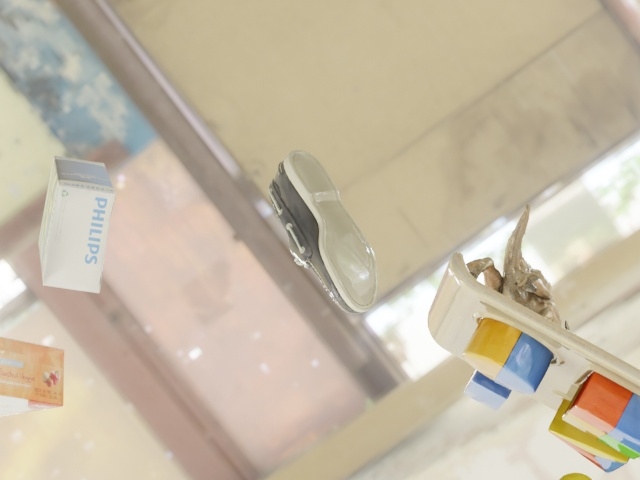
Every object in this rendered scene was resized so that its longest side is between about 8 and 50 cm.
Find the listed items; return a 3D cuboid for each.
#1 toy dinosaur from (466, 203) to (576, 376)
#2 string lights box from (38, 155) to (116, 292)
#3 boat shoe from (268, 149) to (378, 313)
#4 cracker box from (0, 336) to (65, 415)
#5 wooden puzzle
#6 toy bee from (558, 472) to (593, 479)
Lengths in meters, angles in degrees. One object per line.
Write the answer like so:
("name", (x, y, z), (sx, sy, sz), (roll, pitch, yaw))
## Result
("toy dinosaur", (0.295, 0.104, 2.173), (0.127, 0.295, 0.200), (-14, 172, 31))
("string lights box", (-0.323, -0.026, 2.062), (0.260, 0.077, 0.133), (-136, -124, -75))
("boat shoe", (0.000, 0.000, 1.711), (0.075, 0.206, 0.065), (1, 145, -45))
("cracker box", (-0.404, 0.148, 1.637), (0.232, 0.067, 0.156), (-13, 161, 35))
("wooden puzzle", (0.265, 0.170, 1.782), (0.080, 0.348, 0.322), (-55, 173, -12))
("toy bee", (0.393, 0.361, 2.015), (0.162, 0.195, 0.298), (-54, 173, -12))
